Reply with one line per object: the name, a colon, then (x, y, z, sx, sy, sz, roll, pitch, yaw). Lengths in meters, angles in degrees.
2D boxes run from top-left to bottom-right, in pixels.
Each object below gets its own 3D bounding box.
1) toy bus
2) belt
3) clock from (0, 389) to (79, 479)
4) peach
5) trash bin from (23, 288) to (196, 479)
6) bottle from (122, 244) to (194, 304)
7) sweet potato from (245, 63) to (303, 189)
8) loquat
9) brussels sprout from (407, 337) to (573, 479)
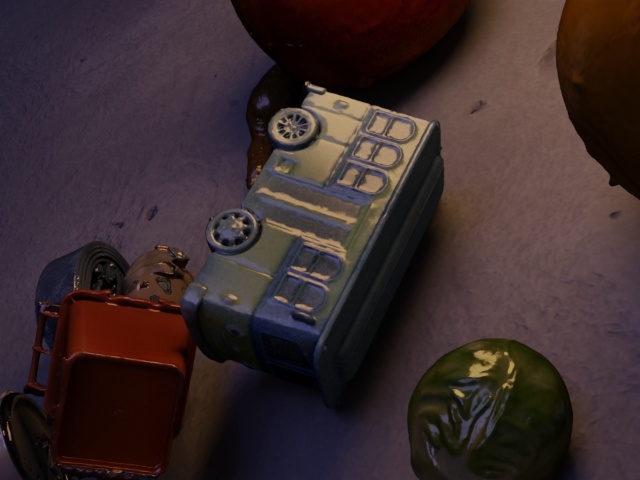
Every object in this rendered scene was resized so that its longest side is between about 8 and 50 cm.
toy bus: (0.000, 0.000, 0.973, 0.190, 0.152, 0.312, 20, 62, 18)
belt: (-0.300, 0.093, 1.166, 0.082, 0.141, 0.190, -26, 43, 17)
clock: (-0.338, 0.253, 1.029, 0.063, 0.155, 0.229, -29, 37, 3)
peach: (0.044, -0.383, 1.251, 0.372, 0.372, 0.290, -48, 7, -12)
trash bin: (-0.224, 0.147, 0.942, 0.239, 0.185, 0.161, -146, 66, -79)
bottle: (-0.210, 0.068, 1.161, 0.099, 0.099, 0.152, -26, 37, 16)
sweet potato: (-0.077, -0.182, 1.320, 0.075, 0.075, 0.269, -5, 56, 35)
loquat: (0.370, -0.171, 0.768, 0.328, 0.328, 0.328, -21, 41, 20)
brussels sprout: (0.141, 0.155, 0.778, 0.155, 0.117, 0.155, -16, 37, 13)
